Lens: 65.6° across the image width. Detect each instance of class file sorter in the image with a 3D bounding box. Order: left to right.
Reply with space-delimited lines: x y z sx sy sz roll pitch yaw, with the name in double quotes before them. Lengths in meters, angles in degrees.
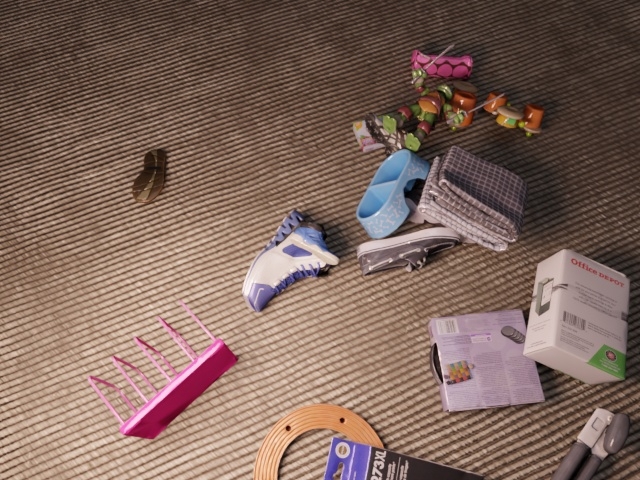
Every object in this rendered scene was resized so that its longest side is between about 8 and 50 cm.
"file sorter" -0.389 0.319 1.248 0.291 0.202 0.182 -42 71 -16

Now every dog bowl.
"dog bowl" 0.206 -0.146 1.464 0.074 0.166 0.297 39 67 -26

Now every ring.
"ring" 0.004 0.578 1.223 0.337 0.032 0.336 0 67 1

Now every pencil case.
"pencil case" 0.418 -0.607 1.710 0.210 0.098 0.095 3 66 1

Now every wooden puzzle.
"wooden puzzle" 0.352 0.336 1.271 0.083 0.006 0.049 -14 67 -5

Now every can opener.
"can opener" 0.650 0.528 1.206 0.076 0.095 0.283 40 72 17

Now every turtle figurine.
"turtle figurine" 0.327 -0.410 1.462 0.266 0.275 0.197 -46 113 -18

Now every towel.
"towel" 0.438 -0.130 1.395 0.284 0.121 0.235 30 51 -1

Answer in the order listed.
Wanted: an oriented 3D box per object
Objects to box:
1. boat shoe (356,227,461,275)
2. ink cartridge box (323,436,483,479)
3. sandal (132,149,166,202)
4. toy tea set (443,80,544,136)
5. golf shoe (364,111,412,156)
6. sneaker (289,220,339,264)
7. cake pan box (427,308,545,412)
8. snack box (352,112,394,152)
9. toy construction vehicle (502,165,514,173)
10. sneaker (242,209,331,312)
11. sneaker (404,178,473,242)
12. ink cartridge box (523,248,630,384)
"boat shoe" 0.258 0.040 1.420 0.302 0.108 0.102 -10 66 -1
"ink cartridge box" 0.190 0.597 1.170 0.371 0.069 0.175 15 67 0
"sandal" -0.529 -0.196 1.558 0.090 0.060 0.219 -1 52 -6
"toy tea set" 0.557 -0.405 1.633 0.336 0.124 0.200 23 39 14
"golf shoe" 0.218 -0.336 1.564 0.094 0.077 0.198 -44 112 -6
"sneaker" 0.000 0.000 1.350 0.152 0.058 0.084 28 69 18
"cake pan box" 0.428 0.318 1.317 0.267 0.070 0.245 -6 64 -3
"snack box" 0.189 -0.355 1.631 0.141 0.037 0.100 -17 67 -7
"toy construction vehicle" 0.589 -0.177 1.557 0.098 0.035 0.086 37 60 12
"sneaker" -0.072 0.071 1.395 0.182 0.127 0.315 26 67 13
"sneaker" 0.377 -0.103 1.484 0.269 0.101 0.153 24 66 9
"ink cartridge box" 0.677 0.199 1.305 0.211 0.121 0.289 25 62 -4
